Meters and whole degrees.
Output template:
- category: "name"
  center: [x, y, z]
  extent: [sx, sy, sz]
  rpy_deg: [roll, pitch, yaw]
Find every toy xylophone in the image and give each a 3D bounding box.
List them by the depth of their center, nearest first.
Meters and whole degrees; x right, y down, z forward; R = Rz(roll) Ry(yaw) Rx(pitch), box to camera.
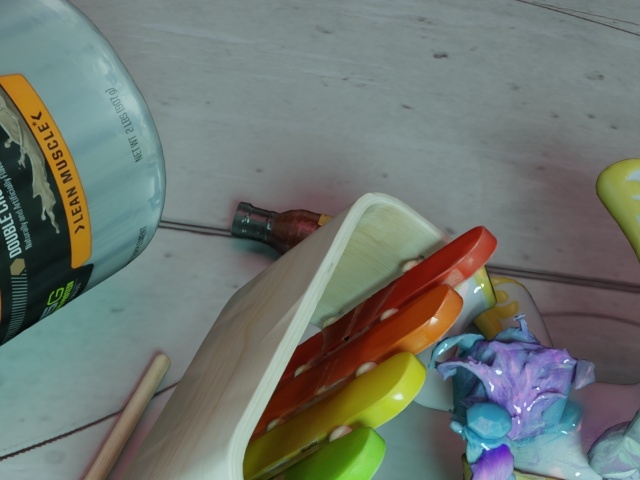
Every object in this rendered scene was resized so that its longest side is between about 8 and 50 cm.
- category: "toy xylophone"
  center: [-0.036, 0.097, 0.638]
  extent: [0.081, 0.236, 0.322]
  rpy_deg: [45, 43, -12]

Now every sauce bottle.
- category: "sauce bottle"
  center: [0.000, 0.000, 0.857]
  extent: [0.128, 0.042, 0.042]
  rpy_deg: [17, 41, 6]

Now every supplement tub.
- category: "supplement tub"
  center: [-0.270, -0.005, 0.673]
  extent: [0.207, 0.207, 0.338]
  rpy_deg: [33, 45, 23]

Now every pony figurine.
- category: "pony figurine"
  center: [0.197, 0.113, 0.639]
  extent: [0.351, 0.302, 0.363]
  rpy_deg: [-12, 39, 23]
